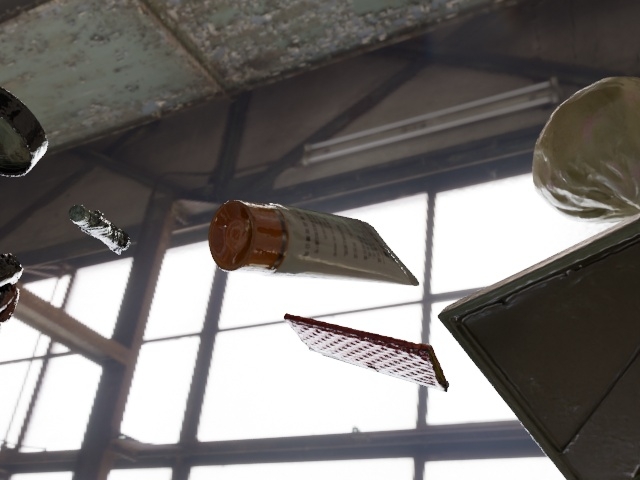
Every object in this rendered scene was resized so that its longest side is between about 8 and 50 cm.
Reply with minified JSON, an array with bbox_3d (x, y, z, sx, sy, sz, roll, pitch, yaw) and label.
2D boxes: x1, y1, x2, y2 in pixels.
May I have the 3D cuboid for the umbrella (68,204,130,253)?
[{"bbox_3d":[-0.389,-0.024,1.382,0.188,0.050,0.046,62,-171,-70],"label":"umbrella"}]

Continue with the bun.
[{"bbox_3d":[0.357,-0.093,0.904,0.193,0.178,0.128,2,-143,-23],"label":"bun"}]

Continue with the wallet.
[{"bbox_3d":[0.055,0.134,0.942,0.020,0.196,0.103,-62,-34,-26],"label":"wallet"}]

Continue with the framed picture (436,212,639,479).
[{"bbox_3d":[0.228,0.078,0.524,0.192,0.265,0.018,53,-135,-3],"label":"framed picture"}]

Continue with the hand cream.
[{"bbox_3d":[0.000,0.000,1.010,0.314,0.089,0.139,7,-143,-43],"label":"hand cream"}]

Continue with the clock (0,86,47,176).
[{"bbox_3d":[-0.503,-0.168,1.153,0.184,0.184,0.040,53,-137,-39],"label":"clock"}]

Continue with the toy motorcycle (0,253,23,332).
[{"bbox_3d":[-0.638,0.160,1.216,0.134,0.401,0.207,51,164,12],"label":"toy motorcycle"}]
